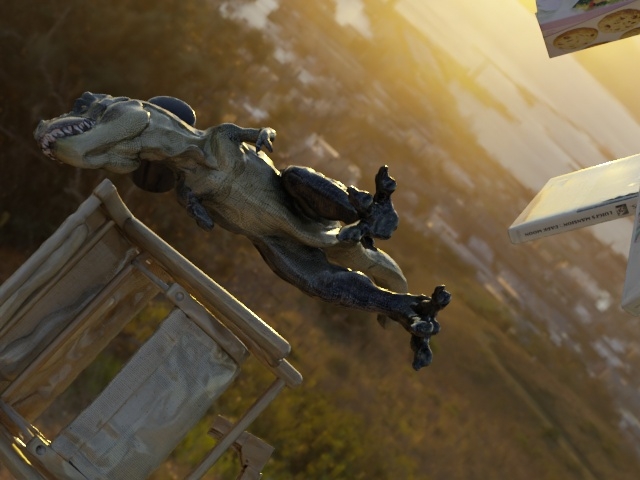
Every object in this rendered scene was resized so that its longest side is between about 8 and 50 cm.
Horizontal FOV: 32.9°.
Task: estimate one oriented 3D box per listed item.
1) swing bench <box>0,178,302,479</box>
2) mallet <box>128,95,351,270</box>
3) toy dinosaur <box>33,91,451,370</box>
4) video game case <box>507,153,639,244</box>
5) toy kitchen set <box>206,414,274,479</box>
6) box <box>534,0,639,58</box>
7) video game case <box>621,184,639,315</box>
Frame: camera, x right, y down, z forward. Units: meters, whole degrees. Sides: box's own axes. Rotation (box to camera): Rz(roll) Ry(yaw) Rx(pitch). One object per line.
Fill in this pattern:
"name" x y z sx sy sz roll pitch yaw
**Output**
"swing bench" -0.196 0.127 1.033 0.255 0.253 0.165 40 -13 15
"mallet" -0.052 -0.015 0.714 0.190 0.062 0.039 41 45 7
"toy dinosaur" 0.000 0.000 0.502 0.118 0.064 0.268 23 -9 46
"video game case" 0.306 -0.053 1.156 0.190 0.173 0.022 -38 108 -58
"toy kitchen set" -0.107 0.254 1.200 0.075 0.083 0.068 32 -26 0
"box" 0.433 -0.310 1.352 0.067 0.324 0.063 57 27 -48
"video game case" 0.277 -0.036 0.777 0.019 0.143 0.157 32 50 -12
